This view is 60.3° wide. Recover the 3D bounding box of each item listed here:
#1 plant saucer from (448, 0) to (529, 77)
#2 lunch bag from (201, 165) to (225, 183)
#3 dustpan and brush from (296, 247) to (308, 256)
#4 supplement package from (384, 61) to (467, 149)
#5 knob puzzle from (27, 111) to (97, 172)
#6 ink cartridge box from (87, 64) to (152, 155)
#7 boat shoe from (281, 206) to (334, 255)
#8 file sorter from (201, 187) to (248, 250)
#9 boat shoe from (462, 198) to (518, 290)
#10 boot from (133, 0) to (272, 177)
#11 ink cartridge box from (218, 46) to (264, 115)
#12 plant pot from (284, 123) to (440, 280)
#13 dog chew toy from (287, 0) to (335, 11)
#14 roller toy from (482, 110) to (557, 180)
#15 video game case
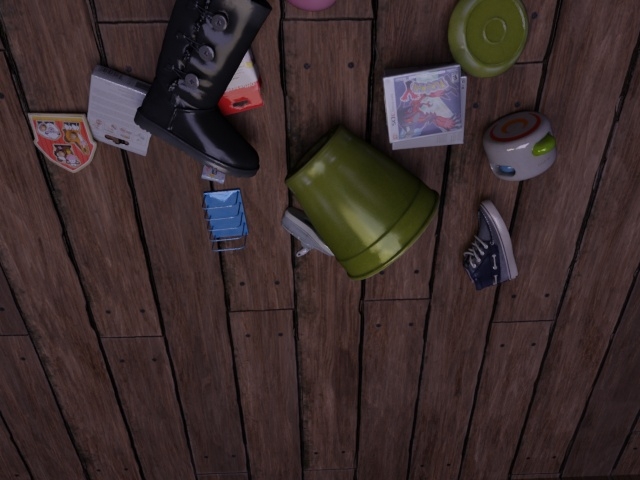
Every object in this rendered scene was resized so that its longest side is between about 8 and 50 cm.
[{"bbox_3d":[0.457,-0.557,1.465,0.240,0.037,0.241,-5,108,-14],"label":"plant saucer"},{"bbox_3d":[-0.323,-0.207,1.680,0.071,0.083,0.053,13,122,-10],"label":"lunch bag"},{"bbox_3d":[0.000,0.000,1.854,0.211,0.060,0.147,-37,106,13],"label":"dustpan and brush"},{"bbox_3d":[0.290,-0.380,1.553,0.203,0.149,0.194,-5,122,1],"label":"supplement package"},{"bbox_3d":[-0.758,-0.282,1.631,0.213,0.030,0.213,3,128,3],"label":"knob puzzle"},{"bbox_3d":[-0.572,-0.371,1.595,0.189,0.066,0.232,18,142,-14],"label":"ink cartridge box"},{"bbox_3d":[-0.033,-0.014,1.787,0.227,0.079,0.081,39,123,12],"label":"boat shoe"},{"bbox_3d":[-0.306,-0.063,1.764,0.118,0.104,0.170,-5,124,2],"label":"file sorter"},{"bbox_3d":[0.546,0.029,1.844,0.158,0.127,0.341,-25,122,5],"label":"boat shoe"},{"bbox_3d":[-0.241,-0.420,1.426,0.366,0.146,0.445,25,117,-16],"label":"boot"},{"bbox_3d":[-0.245,-0.475,1.511,0.134,0.078,0.231,-12,123,7],"label":"ink cartridge box"},{"bbox_3d":[0.094,-0.136,1.614,0.366,0.366,0.353,-40,105,21],"label":"plant pot"},{"bbox_3d":[-0.086,-0.697,1.309,0.331,0.207,0.207,28,118,-10],"label":"dog chew toy"},{"bbox_3d":[0.584,-0.272,1.615,0.191,0.209,0.146,-15,124,23],"label":"roller toy"},{"bbox_3d":[0.272,-0.361,1.462,0.201,0.023,0.184,-9,121,3],"label":"video game case"}]
